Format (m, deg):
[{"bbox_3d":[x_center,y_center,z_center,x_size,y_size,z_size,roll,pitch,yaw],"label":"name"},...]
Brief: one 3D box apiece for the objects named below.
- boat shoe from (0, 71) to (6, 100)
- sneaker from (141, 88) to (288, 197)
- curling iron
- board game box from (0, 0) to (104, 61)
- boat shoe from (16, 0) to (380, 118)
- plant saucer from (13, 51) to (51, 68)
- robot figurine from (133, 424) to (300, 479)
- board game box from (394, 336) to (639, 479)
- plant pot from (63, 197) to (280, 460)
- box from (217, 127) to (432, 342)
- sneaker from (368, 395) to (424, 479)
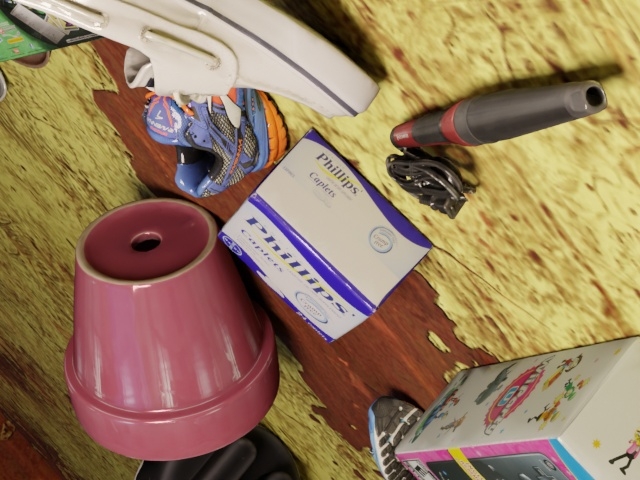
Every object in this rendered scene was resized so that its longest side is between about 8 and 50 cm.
[{"bbox_3d":[-0.356,-0.193,1.610,0.063,0.066,0.184,12,143,33],"label":"boat shoe"},{"bbox_3d":[-0.089,-0.108,1.211,0.083,0.087,0.221,28,155,37],"label":"sneaker"},{"bbox_3d":[0.102,-0.062,1.007,0.068,0.035,0.274,42,162,-8],"label":"curling iron"},{"bbox_3d":[-0.241,-0.204,1.317,0.260,0.030,0.136,-4,133,47],"label":"board game box"},{"bbox_3d":[-0.088,-0.128,1.046,0.268,0.088,0.096,26,-172,-29],"label":"boat shoe"},{"bbox_3d":[-0.288,-0.230,1.432,0.199,0.036,0.198,38,159,17],"label":"plant saucer"},{"bbox_3d":[-0.124,0.298,1.979,0.278,0.174,0.209,151,109,-69],"label":"robot figurine"},{"bbox_3d":[0.205,0.192,1.237,0.224,0.097,0.303,46,160,-6],"label":"board game box"},{"bbox_3d":[-0.144,0.069,1.558,0.201,0.201,0.180,29,141,37],"label":"plant pot"},{"bbox_3d":[0.000,0.000,1.281,0.126,0.072,0.137,44,160,-1],"label":"box"},{"bbox_3d":[0.066,0.192,1.560,0.073,0.063,0.162,33,158,36],"label":"sneaker"}]
